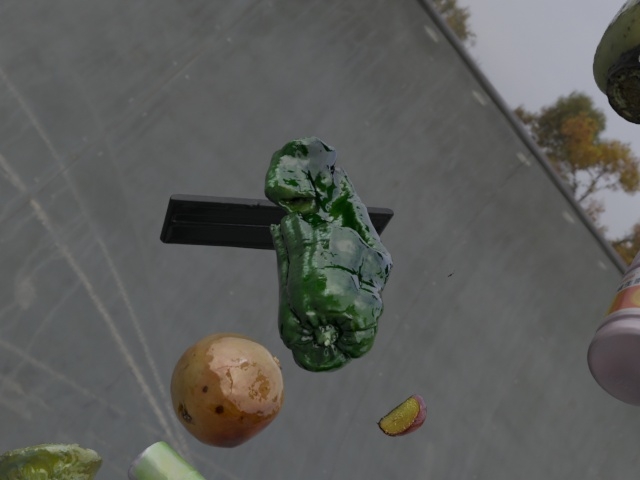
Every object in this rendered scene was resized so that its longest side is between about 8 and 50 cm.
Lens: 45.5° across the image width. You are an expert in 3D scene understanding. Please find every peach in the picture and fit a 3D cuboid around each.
[{"bbox_3d":[0.139,0.295,1.261,0.083,0.077,0.050,-12,58,-38],"label":"peach"}]

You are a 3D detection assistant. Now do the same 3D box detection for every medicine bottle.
[{"bbox_3d":[0.473,0.109,1.071,0.133,0.133,0.250,51,46,-1],"label":"medicine bottle"}]

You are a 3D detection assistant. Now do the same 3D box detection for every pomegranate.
[{"bbox_3d":[-0.151,0.239,1.242,0.191,0.191,0.191,49,11,-12],"label":"pomegranate"}]

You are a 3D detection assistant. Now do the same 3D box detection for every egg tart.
[{"bbox_3d":[-0.484,0.421,1.353,0.197,0.197,0.078,40,27,-46],"label":"egg tart"}]

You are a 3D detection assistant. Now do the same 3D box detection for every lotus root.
[{"bbox_3d":[0.444,-0.262,0.901,0.173,0.309,0.173,39,-25,23],"label":"lotus root"}]

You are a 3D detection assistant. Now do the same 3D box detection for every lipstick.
[{"bbox_3d":[-0.127,0.385,1.001,0.304,0.076,0.076,35,3,24],"label":"lipstick"}]

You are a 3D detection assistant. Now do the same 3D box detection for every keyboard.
[{"bbox_3d":[0.000,-0.011,0.941,0.381,0.103,0.041,9,55,-16],"label":"keyboard"}]

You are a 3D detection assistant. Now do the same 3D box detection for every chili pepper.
[{"bbox_3d":[0.007,0.001,0.616,0.099,0.083,0.253,39,23,-28],"label":"chili pepper"}]
